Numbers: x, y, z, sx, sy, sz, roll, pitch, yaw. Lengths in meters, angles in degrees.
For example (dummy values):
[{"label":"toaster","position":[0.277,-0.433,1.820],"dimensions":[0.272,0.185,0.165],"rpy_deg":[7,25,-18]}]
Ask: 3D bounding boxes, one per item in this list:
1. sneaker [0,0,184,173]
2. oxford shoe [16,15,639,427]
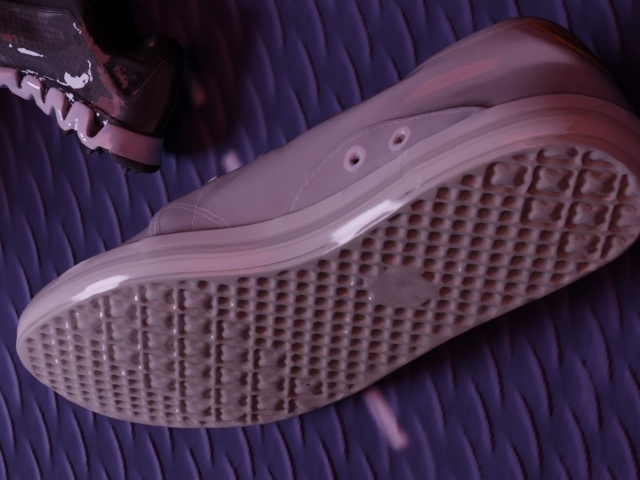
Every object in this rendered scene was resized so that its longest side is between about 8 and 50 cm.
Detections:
[{"label":"sneaker","position":[-0.183,-0.142,1.058],"dimensions":[0.234,0.078,0.106],"rpy_deg":[31,103,16]},{"label":"oxford shoe","position":[0.000,0.000,0.961],"dimensions":[0.449,0.169,0.130],"rpy_deg":[-25,41,32]}]
